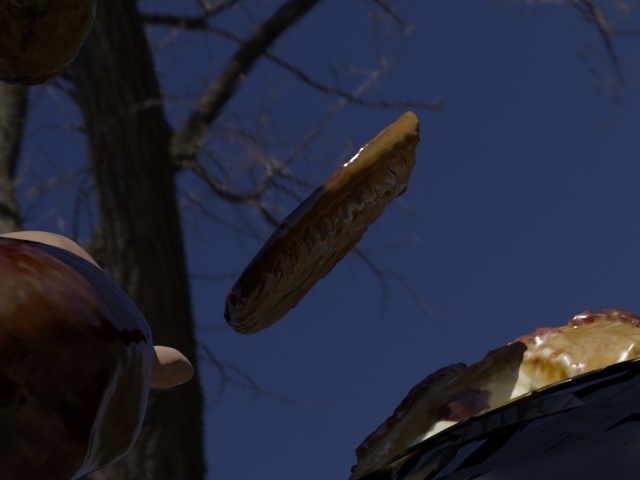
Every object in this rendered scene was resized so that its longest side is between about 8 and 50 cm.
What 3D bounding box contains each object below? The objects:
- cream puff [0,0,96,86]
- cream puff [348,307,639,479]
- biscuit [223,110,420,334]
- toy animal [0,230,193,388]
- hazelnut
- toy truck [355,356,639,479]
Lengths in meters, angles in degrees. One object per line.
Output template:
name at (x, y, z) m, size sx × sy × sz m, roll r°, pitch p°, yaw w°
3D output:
cream puff at (-0.266, -0.211, 1.386) m, size 0.149 × 0.084 × 0.149 m, roll -15°, pitch -69°, yaw -43°
cream puff at (0.163, 0.199, 1.086) m, size 0.350 × 0.350 × 0.229 m, roll -34°, pitch -74°, yaw -10°
biscuit at (0.001, 0.001, 1.194) m, size 0.176 × 0.031 × 0.228 m, roll -37°, pitch -13°, yaw -26°
toy animal at (-0.263, 0.082, 1.551) m, size 0.166 × 0.250 × 0.154 m, roll -15°, pitch -50°, yaw -47°
hazelnut at (-0.223, 0.082, 1.105) m, size 0.218 × 0.218 × 0.234 m, roll -25°, pitch -4°, yaw -21°
toy truck at (0.016, 0.178, 0.373) m, size 0.405 × 0.254 × 0.180 m, roll -15°, pitch -15°, yaw 11°
